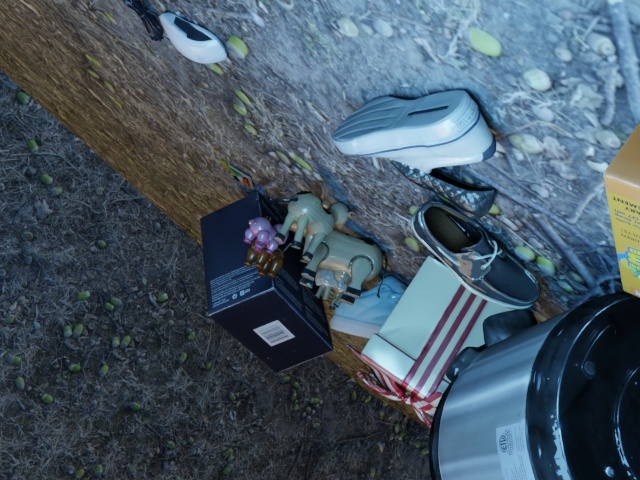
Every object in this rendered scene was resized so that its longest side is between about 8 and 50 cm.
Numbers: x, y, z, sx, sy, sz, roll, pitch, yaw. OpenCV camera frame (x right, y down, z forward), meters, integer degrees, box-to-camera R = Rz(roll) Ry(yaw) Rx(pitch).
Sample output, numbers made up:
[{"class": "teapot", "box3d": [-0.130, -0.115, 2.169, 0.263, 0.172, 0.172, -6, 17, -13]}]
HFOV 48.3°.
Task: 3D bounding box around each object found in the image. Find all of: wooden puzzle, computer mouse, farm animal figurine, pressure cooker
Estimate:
[{"class": "wooden puzzle", "box3d": [-0.195, -0.154, 1.743, 0.116, 0.014, 0.078, 30, 166, 23]}, {"class": "computer mouse", "box3d": [-0.236, -0.336, 1.166, 0.193, 0.042, 0.106, 31, 165, 22]}, {"class": "farm animal figurine", "box3d": [0.000, 0.000, 1.487, 0.327, 0.172, 0.330, 29, 161, -15]}, {"class": "pressure cooker", "box3d": [0.349, 0.282, 0.967, 0.376, 0.369, 0.420, 33, 153, -2]}]

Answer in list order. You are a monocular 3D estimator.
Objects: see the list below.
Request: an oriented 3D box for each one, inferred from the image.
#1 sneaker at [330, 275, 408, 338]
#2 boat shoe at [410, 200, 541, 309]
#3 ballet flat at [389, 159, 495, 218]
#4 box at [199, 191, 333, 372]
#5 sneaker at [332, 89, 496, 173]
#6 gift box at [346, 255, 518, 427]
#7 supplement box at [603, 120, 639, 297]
[{"class": "sneaker", "box3d": [0.172, 0.156, 1.599, 0.366, 0.150, 0.135, 6, 175, 39]}, {"class": "boat shoe", "box3d": [0.240, 0.024, 1.095, 0.233, 0.084, 0.079, 39, 167, 4]}, {"class": "ballet flat", "box3d": [0.167, -0.091, 1.003, 0.173, 0.049, 0.057, 34, -151, 18]}, {"class": "box", "box3d": [-0.137, 0.113, 1.827, 0.343, 0.179, 0.312, 52, -160, -47]}, {"class": "sneaker", "box3d": [0.109, -0.124, 0.900, 0.091, 0.094, 0.258, 49, 162, -26]}, {"class": "gift box", "box3d": [0.213, 0.199, 1.335, 0.255, 0.258, 0.276, 32, 173, 18]}, {"class": "supplement box", "box3d": [0.346, -0.015, 0.713, 0.078, 0.080, 0.233, 29, 167, 39]}]
